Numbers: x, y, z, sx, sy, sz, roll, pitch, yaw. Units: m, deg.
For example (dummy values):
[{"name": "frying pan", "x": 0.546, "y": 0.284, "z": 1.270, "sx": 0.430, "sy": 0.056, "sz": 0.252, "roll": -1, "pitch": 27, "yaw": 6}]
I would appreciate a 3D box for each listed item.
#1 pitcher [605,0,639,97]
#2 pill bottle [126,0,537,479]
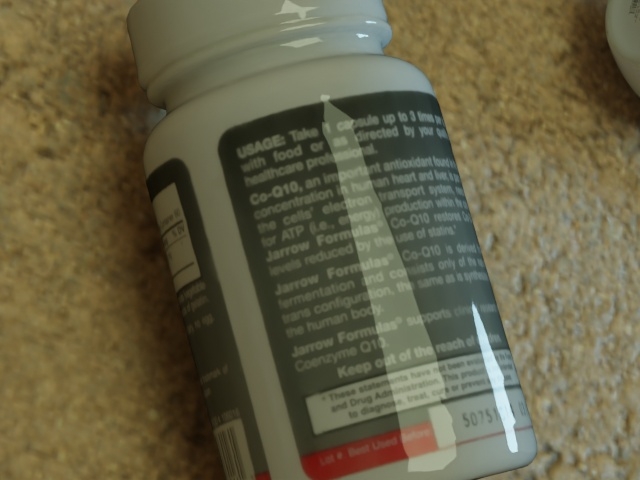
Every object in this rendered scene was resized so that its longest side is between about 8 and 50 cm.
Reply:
[{"name": "pitcher", "x": 0.279, "y": -0.099, "z": 1.233, "sx": 0.207, "sy": 0.125, "sz": 0.178, "roll": 17, "pitch": 81, "yaw": -39}, {"name": "pill bottle", "x": 0.000, "y": 0.000, "z": 0.985, "sx": 0.161, "sy": 0.161, "sz": 0.283, "roll": -10, "pitch": 80, "yaw": -34}]
